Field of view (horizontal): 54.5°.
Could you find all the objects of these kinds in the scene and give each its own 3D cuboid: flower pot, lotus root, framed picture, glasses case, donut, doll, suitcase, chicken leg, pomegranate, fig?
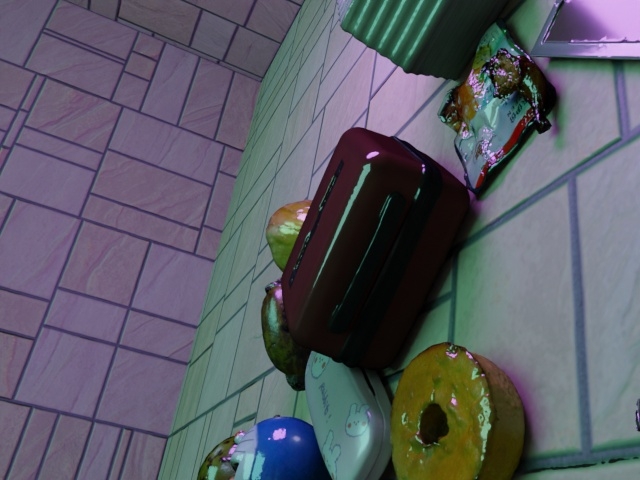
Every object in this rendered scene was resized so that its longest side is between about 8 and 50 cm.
[{"bbox_3d":[0.155,-0.377,0.921,0.239,0.209,0.190,-95,28,-50],"label":"flower pot"},{"bbox_3d":[-0.049,0.165,1.115,0.120,0.120,0.210,150,109,-65],"label":"lotus root"},{"bbox_3d":[0.337,-0.316,0.611,0.296,0.019,0.232,-66,18,12],"label":"framed picture"},{"bbox_3d":[0.034,0.223,0.872,0.113,0.075,0.297,-65,18,14],"label":"glasses case"},{"bbox_3d":[0.136,0.186,0.619,0.178,0.065,0.162,155,127,-66],"label":"donut"},{"bbox_3d":[-0.067,0.378,0.865,0.215,0.161,0.257,67,-151,-48],"label":"doll"},{"bbox_3d":[0.063,0.006,0.866,0.236,0.161,0.297,-111,44,-68],"label":"suitcase"},{"bbox_3d":[0.228,-0.178,0.711,0.145,0.037,0.062,-113,34,-52],"label":"chicken leg"},{"bbox_3d":[-0.124,0.396,1.074,0.205,0.159,0.159,-50,10,-20],"label":"pomegranate"},{"bbox_3d":[0.000,0.000,1.114,0.257,0.159,0.159,6,77,66],"label":"fig"}]

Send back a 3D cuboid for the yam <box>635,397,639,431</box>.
[{"bbox_3d":[0.248,0.083,0.317,0.183,0.107,0.107,-56,22,32],"label":"yam"}]

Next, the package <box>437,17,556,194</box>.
[{"bbox_3d":[0.215,-0.185,0.815,0.232,0.040,0.166,-93,27,-47],"label":"package"}]
